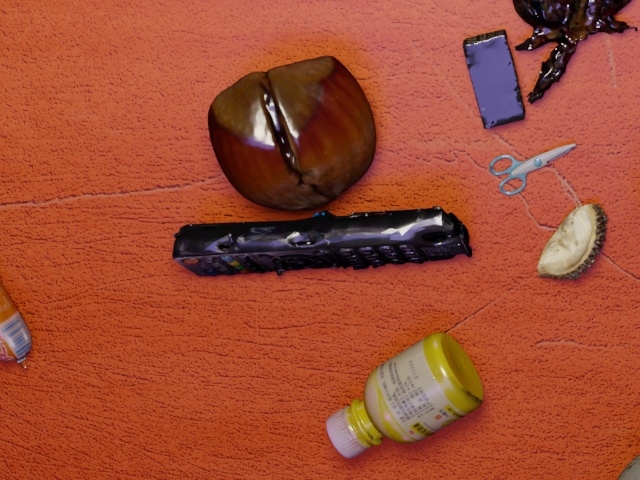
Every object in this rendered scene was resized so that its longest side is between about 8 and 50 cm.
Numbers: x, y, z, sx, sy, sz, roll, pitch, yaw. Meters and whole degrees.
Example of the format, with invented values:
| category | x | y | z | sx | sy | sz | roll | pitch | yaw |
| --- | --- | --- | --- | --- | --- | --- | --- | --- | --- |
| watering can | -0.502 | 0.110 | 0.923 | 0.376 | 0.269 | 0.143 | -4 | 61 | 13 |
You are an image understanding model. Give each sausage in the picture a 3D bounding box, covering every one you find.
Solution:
| category | x | y | z | sx | sy | sz | roll | pitch | yaw |
| --- | --- | --- | --- | --- | --- | --- | --- | --- | --- |
| sausage | -0.489 | 0.088 | 1.965 | 0.071 | 0.071 | 0.234 | -26 | 103 | 17 |

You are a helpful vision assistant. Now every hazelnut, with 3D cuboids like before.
| category | x | y | z | sx | sy | sz | roll | pitch | yaw |
| --- | --- | --- | --- | --- | --- | --- | --- | --- | --- |
| hazelnut | -0.032 | -0.132 | 1.755 | 0.212 | 0.181 | 0.181 | -19 | 86 | 5 |

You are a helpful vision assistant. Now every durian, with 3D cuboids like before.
| category | x | y | z | sx | sy | sz | roll | pitch | yaw |
| --- | --- | --- | --- | --- | --- | --- | --- | --- | --- |
| durian | 0.342 | 0.010 | 1.809 | 0.066 | 0.052 | 0.130 | 34 | 112 | -1 |

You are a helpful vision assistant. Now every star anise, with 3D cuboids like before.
| category | x | y | z | sx | sy | sz | roll | pitch | yaw |
| --- | --- | --- | --- | --- | --- | --- | --- | --- | --- |
| star anise | 0.307 | -0.291 | 1.706 | 0.212 | 0.053 | 0.157 | -36 | 101 | 21 |

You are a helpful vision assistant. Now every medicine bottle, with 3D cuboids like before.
| category | x | y | z | sx | sy | sz | roll | pitch | yaw |
| --- | --- | --- | --- | --- | --- | --- | --- | --- | --- |
| medicine bottle | 0.111 | 0.228 | 1.888 | 0.212 | 0.122 | 0.122 | -33 | 101 | 19 |

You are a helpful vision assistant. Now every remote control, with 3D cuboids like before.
| category | x | y | z | sx | sy | sz | roll | pitch | yaw |
| --- | --- | --- | --- | --- | --- | --- | --- | --- | --- |
| remote control | 0.000 | 0.000 | 1.823 | 0.398 | 0.144 | 0.062 | -4 | 74 | 13 |

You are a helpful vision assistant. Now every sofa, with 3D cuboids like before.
| category | x | y | z | sx | sy | sz | roll | pitch | yaw |
| --- | --- | --- | --- | --- | --- | --- | --- | --- | --- |
| sofa | 0.227 | -0.210 | 1.757 | 0.060 | 0.039 | 0.118 | -13 | 108 | 15 |

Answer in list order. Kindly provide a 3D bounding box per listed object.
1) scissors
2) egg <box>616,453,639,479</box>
| category | x | y | z | sx | sy | sz | roll | pitch | yaw |
| --- | --- | --- | --- | --- | --- | --- | --- | --- | --- |
| scissors | 0.285 | -0.104 | 1.798 | 0.119 | 0.014 | 0.058 | -26 | 104 | 21 |
| egg | 0.479 | 0.397 | 1.856 | 0.182 | 0.183 | 0.264 | 16 | 118 | 4 |
